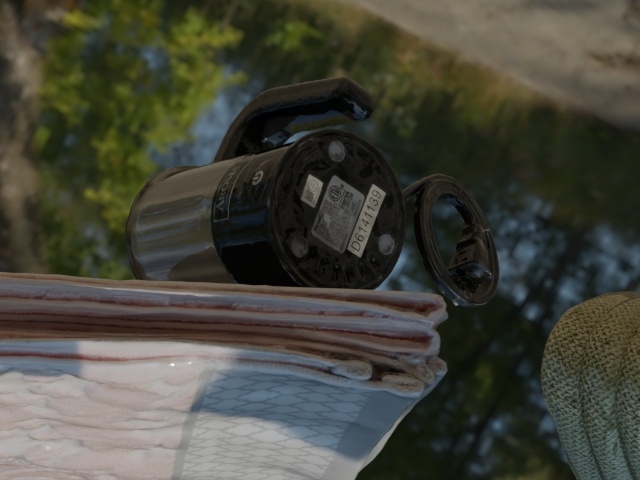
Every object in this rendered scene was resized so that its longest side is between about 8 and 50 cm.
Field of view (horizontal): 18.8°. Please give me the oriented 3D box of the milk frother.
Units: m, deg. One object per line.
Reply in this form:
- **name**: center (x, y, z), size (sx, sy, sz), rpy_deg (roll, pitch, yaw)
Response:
- **milk frother**: center (0.000, 0.000, 1.004), size (0.143, 0.129, 0.135), rpy_deg (50, 149, -21)

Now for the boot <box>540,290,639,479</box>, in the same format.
- **boot**: center (0.215, 0.092, 0.727), size (0.203, 0.095, 0.262), rpy_deg (7, 166, 36)

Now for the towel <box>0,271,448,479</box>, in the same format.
- **towel**: center (-0.122, 0.081, 0.912), size (0.317, 0.053, 0.332), rpy_deg (3, 162, -7)
